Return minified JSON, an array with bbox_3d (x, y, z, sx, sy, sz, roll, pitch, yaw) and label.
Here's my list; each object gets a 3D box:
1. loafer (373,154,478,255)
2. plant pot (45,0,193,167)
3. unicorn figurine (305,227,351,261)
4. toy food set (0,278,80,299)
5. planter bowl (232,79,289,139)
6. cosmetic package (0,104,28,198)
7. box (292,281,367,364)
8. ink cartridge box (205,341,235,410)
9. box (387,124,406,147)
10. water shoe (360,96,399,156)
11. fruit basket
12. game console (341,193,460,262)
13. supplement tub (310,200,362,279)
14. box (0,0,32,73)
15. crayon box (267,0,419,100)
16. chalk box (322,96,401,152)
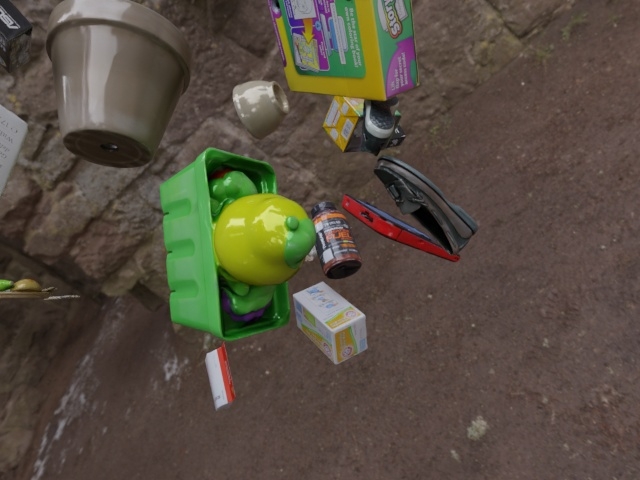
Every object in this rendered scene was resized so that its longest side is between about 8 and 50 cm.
[{"bbox_3d":[0.213,-0.070,0.999,0.084,0.267,0.096,-56,11,-10],"label":"loafer"},{"bbox_3d":[-0.470,-0.332,1.106,0.323,0.323,0.281,-19,65,48],"label":"plant pot"},{"bbox_3d":[0.000,0.000,1.385,0.111,0.060,0.162,39,83,19],"label":"unicorn figurine"},{"bbox_3d":[-0.632,0.104,1.012,0.132,0.192,0.039,-6,80,29],"label":"toy food set"},{"bbox_3d":[-0.155,-0.380,1.341,0.109,0.162,0.162,-20,40,21],"label":"planter bowl"},{"bbox_3d":[-0.482,-0.026,0.476,0.156,0.217,0.385,-16,56,16],"label":"cosmetic package"},{"bbox_3d":[0.024,0.215,1.270,0.103,0.114,0.203,-21,31,-25],"label":"box"},{"bbox_3d":[-0.343,0.463,1.619,0.232,0.066,0.189,113,142,-62],"label":"ink cartridge box"},{"bbox_3d":[0.233,-0.352,1.614,0.062,0.083,0.052,65,155,20],"label":"box"},{"bbox_3d":[0.110,-0.244,0.971,0.203,0.072,0.080,-72,4,-52],"label":"water shoe"},{"bbox_3d":[-0.132,0.003,0.945,0.391,0.283,0.393,0,89,28],"label":"fruit basket"},{"bbox_3d":[0.273,-0.053,1.705,0.060,0.341,0.386,-66,27,12],"label":"game console"},{"bbox_3d":[0.032,-0.005,1.252,0.106,0.106,0.198,-37,56,29],"label":"supplement tub"},{"bbox_3d":[-0.696,-0.475,0.971,0.060,0.216,0.270,-47,26,-21],"label":"box"},{"bbox_3d":[0.023,-0.469,0.911,0.106,0.363,0.313,-31,34,-28],"label":"crayon box"},{"bbox_3d":[0.140,-0.355,1.424,0.132,0.212,0.132,55,138,30],"label":"chalk box"}]
